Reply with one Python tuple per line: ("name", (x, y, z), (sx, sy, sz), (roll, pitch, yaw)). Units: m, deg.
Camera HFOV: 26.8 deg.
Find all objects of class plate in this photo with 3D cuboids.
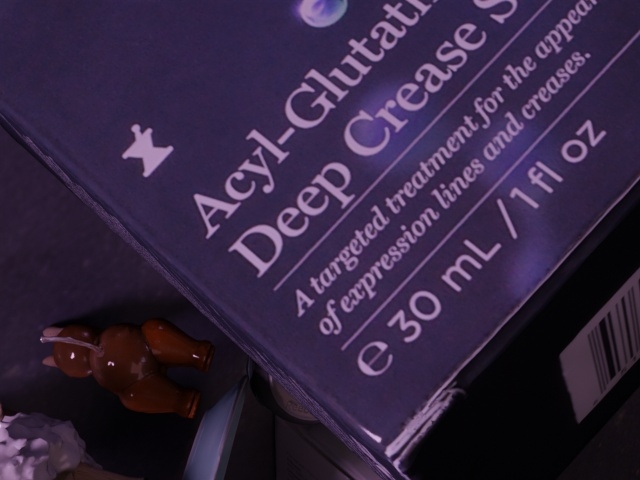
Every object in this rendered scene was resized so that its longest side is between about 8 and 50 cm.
("plate", (-0.086, 0.181, 0.933), (0.188, 0.024, 0.188), (16, 90, -89))

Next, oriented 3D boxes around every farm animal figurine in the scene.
("farm animal figurine", (-0.196, 0.201, 0.838), (0.327, 0.172, 0.330), (-72, 178, -70))

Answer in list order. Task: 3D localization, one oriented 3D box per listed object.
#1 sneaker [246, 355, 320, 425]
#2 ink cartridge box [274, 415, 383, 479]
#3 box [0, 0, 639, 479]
("sneaker", (0.000, 0.000, 0.984), (0.101, 0.106, 0.267), (23, 79, -16))
("ink cartridge box", (0.077, 0.238, 1.144), (0.171, 0.168, 0.232), (-25, 129, -32))
("box", (0.016, -0.097, 0.656), (0.293, 0.395, 0.212), (-47, 152, -7))
